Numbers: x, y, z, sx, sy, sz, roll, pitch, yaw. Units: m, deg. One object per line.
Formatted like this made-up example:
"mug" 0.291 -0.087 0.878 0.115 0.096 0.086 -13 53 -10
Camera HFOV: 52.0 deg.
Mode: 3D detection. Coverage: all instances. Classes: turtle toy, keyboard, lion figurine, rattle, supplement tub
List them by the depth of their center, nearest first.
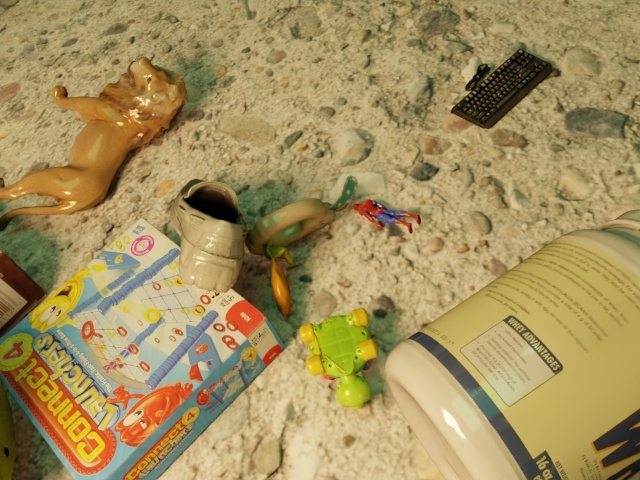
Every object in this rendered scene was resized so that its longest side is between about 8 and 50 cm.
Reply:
"supplement tub" 0.258 0.134 0.691 0.325 0.235 0.235 -32 52 -8
"turtle toy" 0.030 0.153 0.852 0.095 0.066 0.130 -17 52 3
"rattle" 0.000 0.000 0.979 0.199 0.130 0.143 -18 57 -32
"keyboard" 0.298 -0.266 1.120 0.180 0.023 0.108 -41 53 -17
"lion figurine" -0.412 -0.163 1.200 0.240 0.142 0.392 17 74 18

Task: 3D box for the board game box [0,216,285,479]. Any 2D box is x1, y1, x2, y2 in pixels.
"board game box" -0.265 0.155 0.925 0.308 0.086 0.302 33 68 33

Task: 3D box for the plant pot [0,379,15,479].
"plant pot" -0.580 0.260 0.768 0.353 0.366 0.366 -20 51 -3

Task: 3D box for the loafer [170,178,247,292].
"loafer" -0.158 -0.036 0.966 0.112 0.111 0.319 15 19 -21

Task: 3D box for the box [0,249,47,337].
"box" -0.658 0.042 1.095 0.381 0.143 0.191 29 67 30

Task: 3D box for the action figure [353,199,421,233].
"action figure" 0.096 -0.038 1.003 0.115 0.030 0.038 22 57 35
